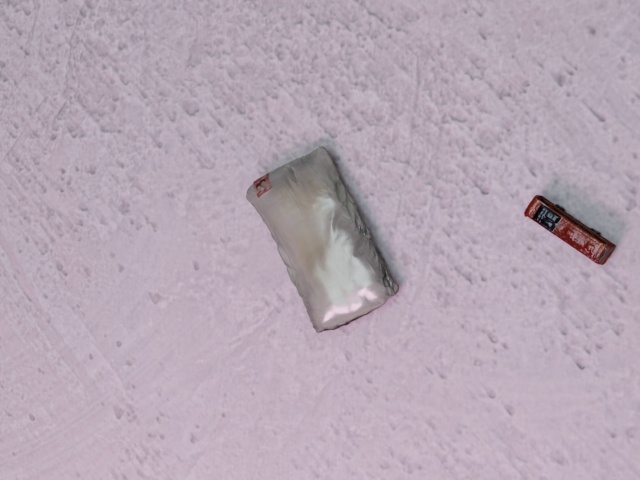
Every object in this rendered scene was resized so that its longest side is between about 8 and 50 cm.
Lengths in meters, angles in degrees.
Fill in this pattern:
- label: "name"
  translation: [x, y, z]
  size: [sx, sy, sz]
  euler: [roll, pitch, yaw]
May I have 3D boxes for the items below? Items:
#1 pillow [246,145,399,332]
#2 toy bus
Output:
- label: "pillow"
  translation: [0.000, 0.000, 1.439]
  size: [0.128, 0.051, 0.229]
  euler: [-32, 74, 18]
- label: "toy bus"
  translation: [0.282, -0.013, 1.280]
  size: [0.110, 0.043, 0.031]
  euler: [37, 107, 25]
